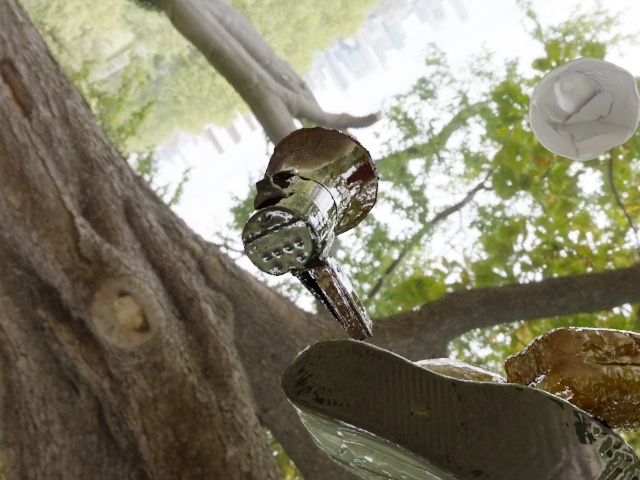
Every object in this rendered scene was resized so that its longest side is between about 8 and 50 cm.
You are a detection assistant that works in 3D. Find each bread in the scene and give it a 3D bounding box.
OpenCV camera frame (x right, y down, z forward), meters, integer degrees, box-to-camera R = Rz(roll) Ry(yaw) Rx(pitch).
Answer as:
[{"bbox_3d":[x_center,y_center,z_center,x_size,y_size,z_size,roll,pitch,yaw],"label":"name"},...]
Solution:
[{"bbox_3d":[0.430,0.193,0.762,0.185,0.381,0.109,103,-8,-58],"label":"bread"}]

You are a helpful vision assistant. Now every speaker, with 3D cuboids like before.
[{"bbox_3d":[-0.020,-0.004,0.907,0.198,0.258,0.329,0,-155,10],"label":"speaker"}]

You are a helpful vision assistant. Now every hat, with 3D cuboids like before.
[{"bbox_3d":[0.487,-0.261,1.164,0.203,0.203,0.126,-27,-159,18],"label":"hat"}]

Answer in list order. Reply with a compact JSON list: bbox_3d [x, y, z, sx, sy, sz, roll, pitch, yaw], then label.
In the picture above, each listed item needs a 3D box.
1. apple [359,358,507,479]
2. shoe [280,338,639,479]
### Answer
[{"bbox_3d":[0.175,0.326,0.952,0.302,0.301,0.301,-30,-167,8],"label":"apple"},{"bbox_3d":[0.098,0.159,0.472,0.275,0.098,0.103,14,-140,31],"label":"shoe"}]
